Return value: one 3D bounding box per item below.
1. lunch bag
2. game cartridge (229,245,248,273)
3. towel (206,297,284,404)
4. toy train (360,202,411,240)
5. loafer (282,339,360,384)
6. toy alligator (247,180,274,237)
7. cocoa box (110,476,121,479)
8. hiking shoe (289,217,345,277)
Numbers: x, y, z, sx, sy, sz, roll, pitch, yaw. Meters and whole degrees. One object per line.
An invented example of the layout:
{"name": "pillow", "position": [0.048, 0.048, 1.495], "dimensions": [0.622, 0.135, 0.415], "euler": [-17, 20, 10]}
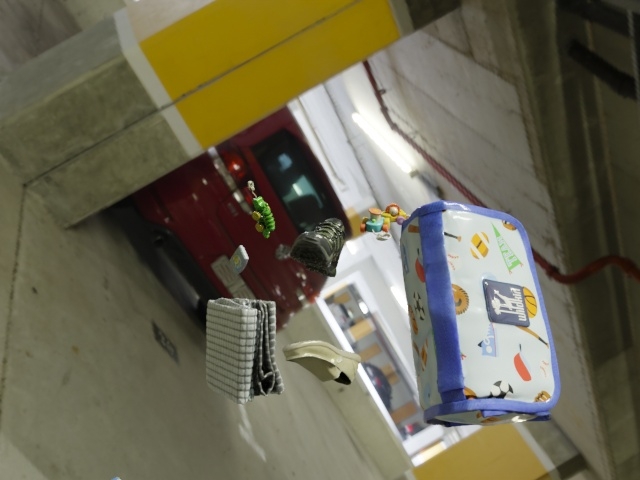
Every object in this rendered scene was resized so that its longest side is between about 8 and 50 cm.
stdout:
{"name": "lunch bag", "position": [0.256, 0.140, 1.069], "dimensions": [0.385, 0.239, 0.327], "euler": [37, 45, -59]}
{"name": "game cartridge", "position": [-0.237, 0.060, 1.867], "dimensions": [0.083, 0.017, 0.056], "euler": [-52, -121, 42]}
{"name": "towel", "position": [-0.189, 0.258, 1.576], "dimensions": [0.284, 0.121, 0.235], "euler": [-6, -98, 62]}
{"name": "toy train", "position": [0.163, -0.047, 1.342], "dimensions": [0.125, 0.166, 0.046], "euler": [22, -59, 51]}
{"name": "loafer", "position": [0.010, 0.337, 1.753], "dimensions": [0.268, 0.102, 0.092], "euler": [20, 58, -37]}
{"name": "toy alligator", "position": [-0.171, -0.089, 1.916], "dimensions": [0.051, 0.056, 0.189], "euler": [6, -58, 36]}
{"name": "cocoa box", "position": [-0.343, 0.617, 1.054], "dimensions": [0.347, 0.231, 0.228], "euler": [53, 24, -14]}
{"name": "hiking shoe", "position": [0.000, 0.000, 1.302], "dimensions": [0.086, 0.114, 0.227], "euler": [16, -11, 10]}
